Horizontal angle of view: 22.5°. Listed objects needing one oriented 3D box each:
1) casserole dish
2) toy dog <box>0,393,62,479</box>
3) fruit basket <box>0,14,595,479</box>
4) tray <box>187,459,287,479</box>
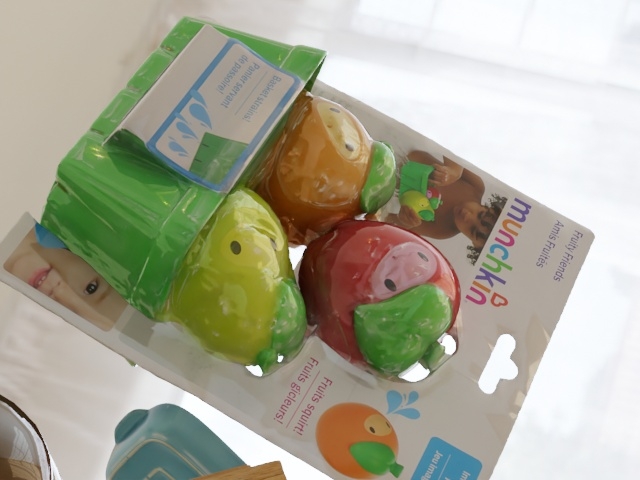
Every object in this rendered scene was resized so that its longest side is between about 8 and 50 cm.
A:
[{"bbox_3d":[-0.105,0.221,1.346,0.114,0.188,0.037,-46,0,30],"label":"casserole dish"},{"bbox_3d":[-0.211,0.180,0.667,0.408,0.395,0.284,169,109,-70],"label":"toy dog"},{"bbox_3d":[0.000,0.000,1.114,0.327,0.353,0.165,-57,-9,-43],"label":"fruit basket"},{"bbox_3d":[-0.225,0.233,0.986,0.203,0.411,0.076,117,138,-69],"label":"tray"}]
